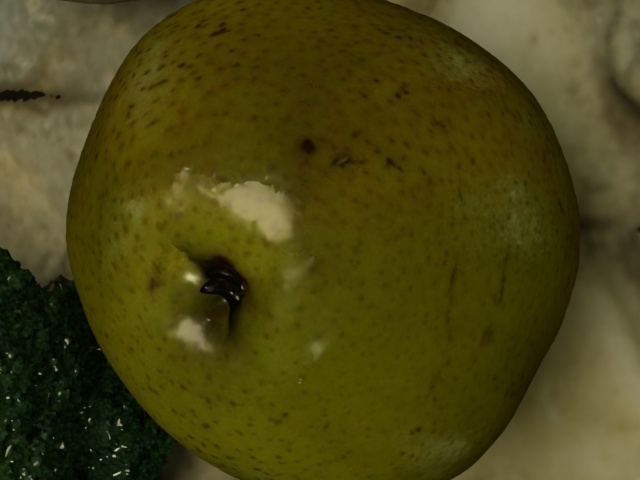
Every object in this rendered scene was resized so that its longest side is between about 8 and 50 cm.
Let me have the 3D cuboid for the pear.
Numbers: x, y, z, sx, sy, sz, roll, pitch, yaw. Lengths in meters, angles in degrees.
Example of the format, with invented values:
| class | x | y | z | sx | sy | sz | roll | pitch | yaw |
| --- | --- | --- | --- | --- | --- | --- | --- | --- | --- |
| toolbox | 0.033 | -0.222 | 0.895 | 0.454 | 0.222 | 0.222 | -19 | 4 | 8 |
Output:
| class | x | y | z | sx | sy | sz | roll | pitch | yaw |
| --- | --- | --- | --- | --- | --- | --- | --- | --- | --- |
| pear | -0.001 | 0.000 | 0.726 | 0.198 | 0.198 | 0.198 | -2 | 86 | 29 |

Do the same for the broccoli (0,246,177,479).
| class | x | y | z | sx | sy | sz | roll | pitch | yaw |
| --- | --- | --- | --- | --- | --- | --- | --- | --- | --- |
| broccoli | -0.209 | 0.064 | 0.832 | 0.254 | 0.269 | 0.269 | -38 | 70 | 17 |

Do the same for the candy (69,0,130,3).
| class | x | y | z | sx | sy | sz | roll | pitch | yaw |
| --- | --- | --- | --- | --- | --- | --- | --- | --- | --- |
| candy | -0.151 | -0.318 | 0.838 | 0.427 | 0.186 | 0.386 | 25 | 103 | 32 |
